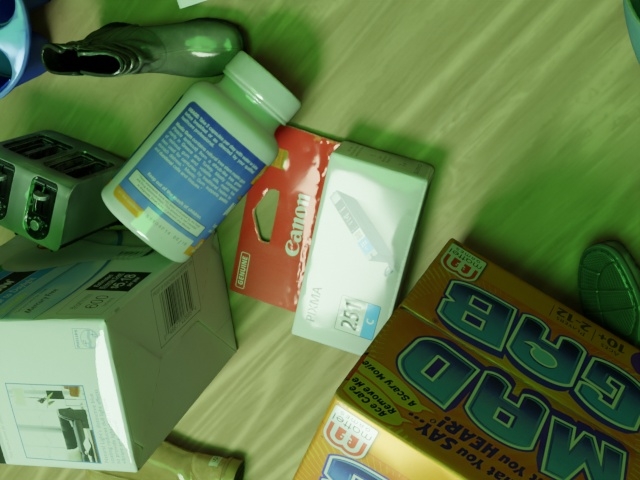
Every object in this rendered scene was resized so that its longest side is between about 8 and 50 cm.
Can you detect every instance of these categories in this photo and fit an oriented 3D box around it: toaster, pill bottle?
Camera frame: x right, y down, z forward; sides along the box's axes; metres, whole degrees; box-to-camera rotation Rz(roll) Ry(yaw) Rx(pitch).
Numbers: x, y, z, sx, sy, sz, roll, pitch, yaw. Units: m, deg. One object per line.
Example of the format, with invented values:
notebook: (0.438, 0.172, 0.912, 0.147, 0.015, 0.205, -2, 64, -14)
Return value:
toaster: (-0.391, -0.077, 1.393, 0.168, 0.186, 0.110, 24, 115, 17)
pill bottle: (-0.153, -0.116, 1.262, 0.152, 0.152, 0.272, 42, 93, -1)

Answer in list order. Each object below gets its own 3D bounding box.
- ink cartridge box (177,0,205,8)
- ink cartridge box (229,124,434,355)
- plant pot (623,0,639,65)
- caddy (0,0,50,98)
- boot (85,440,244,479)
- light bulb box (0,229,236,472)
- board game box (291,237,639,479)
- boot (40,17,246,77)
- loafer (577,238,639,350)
ink cartridge box: (-0.146, -0.359, 1.264, 0.115, 0.029, 0.063, -11, 107, 21)
ink cartridge box: (0.000, 0.000, 1.344, 0.261, 0.066, 0.296, 17, 116, 10)
plant pot: (0.471, -0.214, 1.002, 0.290, 0.290, 0.195, 4, 149, 17)
caddy: (-0.540, -0.330, 1.328, 0.341, 0.179, 0.241, 17, 117, 11)
boot: (-0.273, 0.438, 1.613, 0.269, 0.089, 0.236, 12, 103, 13)
light bulb box: (-0.363, 0.141, 1.362, 0.361, 0.358, 0.225, -1, 109, 18)
board game box: (0.188, 0.292, 1.186, 0.356, 0.356, 0.356, 31, 129, 11)
boot: (-0.237, -0.246, 1.267, 0.246, 0.161, 0.083, 4, 113, 17)
loafer: (0.420, 0.116, 1.253, 0.096, 0.084, 0.267, -4, 110, 54)
